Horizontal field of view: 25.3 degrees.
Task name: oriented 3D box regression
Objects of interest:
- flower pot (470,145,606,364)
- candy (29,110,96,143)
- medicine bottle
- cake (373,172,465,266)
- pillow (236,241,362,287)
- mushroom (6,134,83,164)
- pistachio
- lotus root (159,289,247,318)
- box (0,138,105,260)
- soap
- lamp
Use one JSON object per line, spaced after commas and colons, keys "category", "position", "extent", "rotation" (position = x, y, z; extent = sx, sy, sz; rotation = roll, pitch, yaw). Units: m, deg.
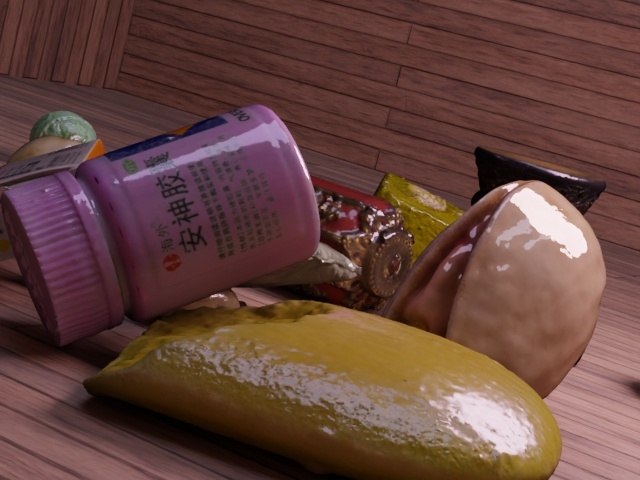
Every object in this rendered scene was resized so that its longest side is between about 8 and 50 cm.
{"category": "flower pot", "position": [0.279, 0.015, 2.031], "extent": [0.267, 0.267, 0.266], "rotation": [13, 9, -2]}
{"category": "candy", "position": [-0.380, -0.116, 2.429], "extent": [0.119, 0.119, 0.440], "rotation": [8, 17, -36]}
{"category": "medicine bottle", "position": [-0.163, -0.017, 1.465], "extent": [0.291, 0.178, 0.178], "rotation": [-20, 21, -18]}
{"category": "cake", "position": [0.156, -0.014, 2.411], "extent": [0.179, 0.156, 0.260], "rotation": [30, 14, 0]}
{"category": "pillow", "position": [-0.123, 0.013, 1.744], "extent": [0.274, 0.076, 0.281], "rotation": [-1, -8, 22]}
{"category": "mushroom", "position": [-0.406, -0.097, 2.154], "extent": [0.148, 0.148, 0.112], "rotation": [17, -31, 19]}
{"category": "pistachio", "position": [0.192, 0.068, 1.592], "extent": [0.230, 0.230, 0.309], "rotation": [21, 51, 37]}
{"category": "lotus root", "position": [-0.151, 0.069, 1.659], "extent": [0.150, 0.062, 0.073], "rotation": [12, 8, -39]}
{"category": "box", "position": [-0.358, -0.041, 1.671], "extent": [0.221, 0.091, 0.274], "rotation": [-15, 10, 0]}
{"category": "soap", "position": [0.018, 0.134, 1.332], "extent": [0.427, 0.115, 0.306], "rotation": [15, 10, 7]}
{"category": "lamp", "position": [0.000, 0.000, 2.027], "extent": [0.274, 0.177, 0.177], "rotation": [20, 10, 36]}
